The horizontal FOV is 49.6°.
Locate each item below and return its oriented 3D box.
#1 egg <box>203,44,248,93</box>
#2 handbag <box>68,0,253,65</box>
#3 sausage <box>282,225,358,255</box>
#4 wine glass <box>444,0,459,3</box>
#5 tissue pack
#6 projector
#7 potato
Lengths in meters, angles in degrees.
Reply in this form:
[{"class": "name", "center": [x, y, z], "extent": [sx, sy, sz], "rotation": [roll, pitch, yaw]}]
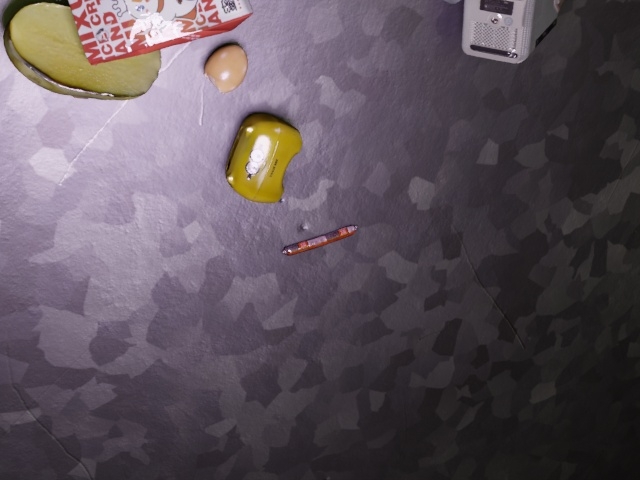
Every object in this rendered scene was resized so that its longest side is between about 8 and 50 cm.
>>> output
[{"class": "egg", "center": [-0.184, -0.343, 1.377], "extent": [0.096, 0.080, 0.080], "rotation": [-44, 123, -3]}, {"class": "handbag", "center": [-0.288, -0.420, 1.218], "extent": [0.298, 0.151, 0.171], "rotation": [-25, 106, -20]}, {"class": "sausage", "center": [0.000, 0.000, 1.656], "extent": [0.199, 0.025, 0.028], "rotation": [-19, 89, -15]}, {"class": "wine glass", "center": [0.210, -0.559, 1.330], "extent": [0.310, 0.264, 0.096], "rotation": [25, 103, -31]}, {"class": "tissue pack", "center": [-0.128, -0.175, 1.456], "extent": [0.127, 0.123, 0.178], "rotation": [15, 108, -28]}, {"class": "projector", "center": [0.409, -0.508, 1.459], "extent": [0.242, 0.164, 0.177], "rotation": [-45, 145, -37]}, {"class": "potato", "center": [-0.434, -0.323, 1.255], "extent": [0.272, 0.111, 0.160], "rotation": [2, 78, -37]}]
